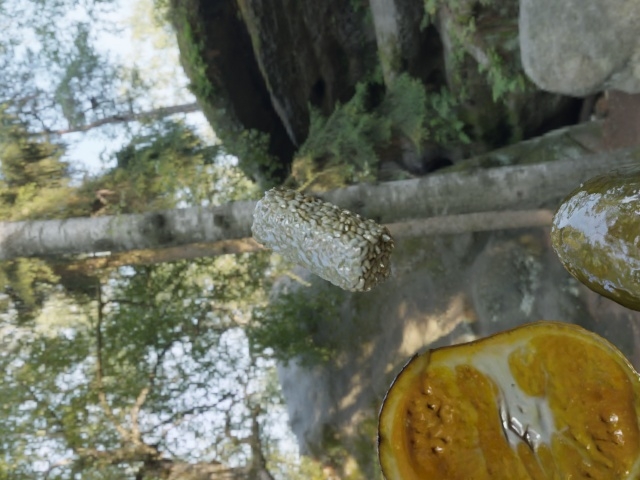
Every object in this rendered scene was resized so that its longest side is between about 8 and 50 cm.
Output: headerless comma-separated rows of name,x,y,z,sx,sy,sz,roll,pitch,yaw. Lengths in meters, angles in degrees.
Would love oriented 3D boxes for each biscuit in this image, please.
biscuit,0.000,0.000,0.794,0.070,0.168,0.082,-29,-46,-45

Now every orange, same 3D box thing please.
orange,0.221,0.238,0.867,0.310,0.274,0.275,-9,-86,-42

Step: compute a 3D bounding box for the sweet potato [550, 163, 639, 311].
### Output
sweet potato,0.336,0.004,0.473,0.130,0.422,0.131,-4,-85,-44
